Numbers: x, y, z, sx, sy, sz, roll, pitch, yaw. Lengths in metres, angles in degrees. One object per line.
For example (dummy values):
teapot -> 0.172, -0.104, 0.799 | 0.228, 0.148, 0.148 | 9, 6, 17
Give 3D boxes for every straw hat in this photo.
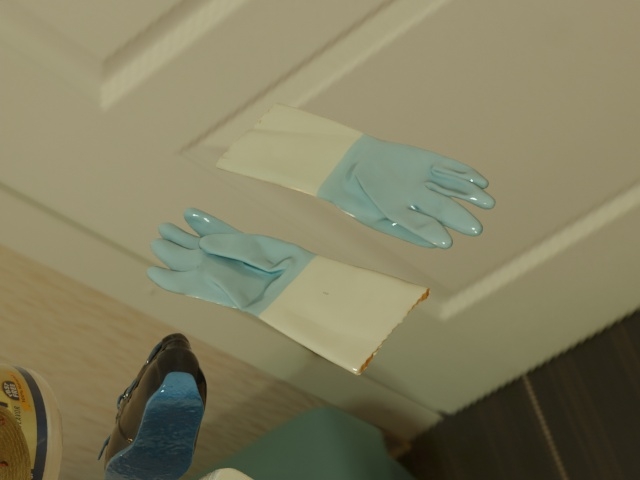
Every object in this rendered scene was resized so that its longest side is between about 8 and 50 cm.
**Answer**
straw hat -> -0.354, 0.239, 1.343 | 0.061, 0.144, 0.145 | -3, 65, 14

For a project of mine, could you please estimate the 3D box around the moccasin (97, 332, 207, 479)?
moccasin -> -0.225, 0.253, 1.898 | 0.342, 0.137, 0.117 | 126, 147, -47

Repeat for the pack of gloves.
pack of gloves -> 0.000, 0.000, 0.959 | 0.232, 0.046, 0.195 | 21, 57, 35

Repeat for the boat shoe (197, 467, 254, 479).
boat shoe -> -0.089, 0.360, 1.744 | 0.063, 0.184, 0.066 | -18, 49, 46

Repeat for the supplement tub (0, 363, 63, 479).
supplement tub -> -0.491, 0.242, 1.558 | 0.228, 0.316, 0.228 | -16, 67, 44
